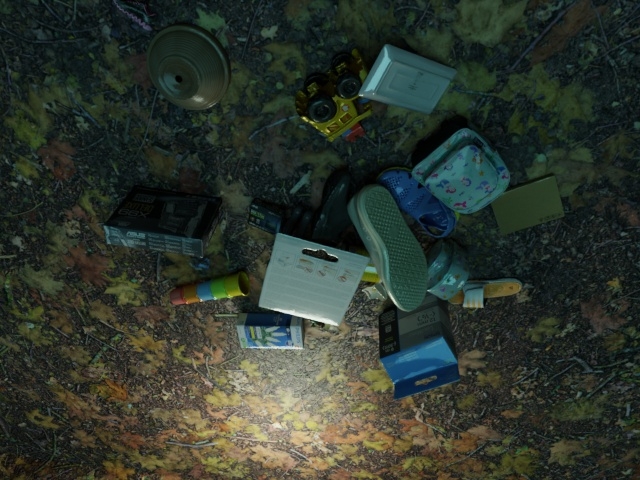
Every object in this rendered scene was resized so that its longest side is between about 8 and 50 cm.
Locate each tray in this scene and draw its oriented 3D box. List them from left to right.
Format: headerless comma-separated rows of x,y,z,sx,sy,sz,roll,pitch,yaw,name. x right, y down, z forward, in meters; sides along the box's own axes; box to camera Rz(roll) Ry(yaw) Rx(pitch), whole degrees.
0.240,-0.411,1.273,0.270,0.030,0.145,3,132,-35,tray

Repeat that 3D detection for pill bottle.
0.168,0.083,1.677,0.208,0.119,0.119,9,127,0,pill bottle

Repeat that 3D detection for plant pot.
-0.377,-0.465,1.338,0.237,0.110,0.237,4,126,5,plant pot

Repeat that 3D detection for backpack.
0.412,0.098,1.615,0.144,0.188,0.166,29,125,-16,backpack
0.417,-0.199,1.405,0.253,0.191,0.225,35,122,-24,backpack

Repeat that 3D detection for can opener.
-0.104,0.002,1.667,0.074,0.093,0.280,29,126,0,can opener

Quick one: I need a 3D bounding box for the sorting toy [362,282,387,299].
0.198,0.190,1.804,0.075,0.045,0.083,-25,121,31,sorting toy

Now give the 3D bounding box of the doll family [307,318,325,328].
0.031,0.263,1.857,0.111,0.076,0.193,40,118,-16,doll family

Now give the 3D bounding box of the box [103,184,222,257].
-0.499,-0.067,1.567,0.307,0.242,0.076,9,127,1,box

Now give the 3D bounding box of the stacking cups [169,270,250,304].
-0.429,0.198,1.846,0.316,0.096,0.096,-15,123,17,stacking cups

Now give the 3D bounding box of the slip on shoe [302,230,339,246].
0.000,0.000,1.682,0.135,0.041,0.051,7,127,1,slip on shoe

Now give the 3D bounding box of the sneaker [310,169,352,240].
0.058,-0.109,1.570,0.130,0.109,0.286,12,136,-11,sneaker

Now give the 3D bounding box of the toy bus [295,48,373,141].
0.072,-0.379,1.339,0.220,0.149,0.211,-33,130,24,toy bus

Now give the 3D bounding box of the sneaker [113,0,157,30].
-0.489,-0.617,1.282,0.119,0.047,0.057,33,117,-26,sneaker

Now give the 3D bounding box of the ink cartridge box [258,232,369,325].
-0.030,0.121,1.641,0.308,0.091,0.385,15,133,-4,ink cartridge box

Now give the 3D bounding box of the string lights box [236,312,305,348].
-0.198,0.366,1.957,0.259,0.077,0.133,0,125,7,string lights box

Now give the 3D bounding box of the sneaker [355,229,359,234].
0.154,-0.022,1.605,0.075,0.063,0.170,-12,101,0,sneaker

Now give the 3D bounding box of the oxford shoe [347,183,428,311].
0.215,0.023,1.525,0.169,0.130,0.449,-35,111,-22,oxford shoe

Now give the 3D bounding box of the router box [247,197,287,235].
-0.181,-0.078,1.629,0.122,0.038,0.092,23,127,9,router box

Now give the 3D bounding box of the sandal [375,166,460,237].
0.310,-0.114,1.505,0.317,0.138,0.126,29,126,-12,sandal

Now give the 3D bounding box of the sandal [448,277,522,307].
0.591,0.192,1.736,0.265,0.076,0.102,-11,124,15,sandal

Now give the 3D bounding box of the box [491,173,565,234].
0.656,-0.112,1.536,0.201,0.021,0.164,-19,122,20,box

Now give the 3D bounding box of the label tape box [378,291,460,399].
0.340,0.363,1.722,0.249,0.348,0.115,-27,119,23,label tape box
